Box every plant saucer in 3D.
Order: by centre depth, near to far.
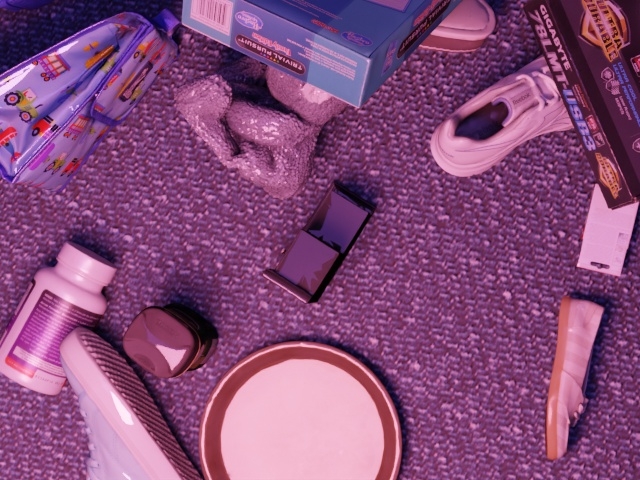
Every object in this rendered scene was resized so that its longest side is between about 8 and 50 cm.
[{"bbox_3d":[-0.027,0.275,1.846,0.278,0.041,0.278,0,88,5],"label":"plant saucer"}]

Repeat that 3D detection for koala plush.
[{"bbox_3d":[-0.031,-0.188,1.767,0.221,0.196,0.203,-37,93,22],"label":"koala plush"}]

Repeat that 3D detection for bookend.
[{"bbox_3d":[0.000,0.000,1.793,0.072,0.157,0.156,32,92,5],"label":"bookend"}]

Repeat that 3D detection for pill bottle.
[{"bbox_3d":[-0.358,0.103,1.846,0.108,0.108,0.193,29,91,5],"label":"pill bottle"}]

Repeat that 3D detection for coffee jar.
[{"bbox_3d":[-0.198,0.132,1.792,0.096,0.184,0.079,35,92,6],"label":"coffee jar"}]

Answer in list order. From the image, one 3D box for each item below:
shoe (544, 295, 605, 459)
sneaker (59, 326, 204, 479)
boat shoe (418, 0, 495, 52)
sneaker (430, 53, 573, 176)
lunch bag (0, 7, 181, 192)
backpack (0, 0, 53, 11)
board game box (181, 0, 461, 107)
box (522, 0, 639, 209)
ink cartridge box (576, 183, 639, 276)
[{"bbox_3d":[0.334,0.184,1.797,0.058,0.076,0.219,8,87,10],"label":"shoe"},{"bbox_3d":[-0.268,0.295,1.798,0.150,0.135,0.366,-30,97,4],"label":"sneaker"},{"bbox_3d":[0.071,-0.310,1.826,0.324,0.096,0.116,14,49,2],"label":"boat shoe"},{"bbox_3d":[0.283,-0.183,1.785,0.297,0.129,0.111,-34,83,0],"label":"sneaker"},{"bbox_3d":[-0.308,-0.209,1.794,0.293,0.221,0.138,-39,86,3],"label":"lunch bag"},{"bbox_3d":[-0.424,-0.383,1.873,0.101,0.098,0.120,-23,87,8],"label":"backpack"},{"bbox_3d":[0.026,-0.326,1.703,0.254,0.079,0.336,28,46,16],"label":"board game box"},{"bbox_3d":[0.448,-0.226,1.751,0.293,0.073,0.295,-22,87,-18],"label":"box"},{"bbox_3d":[0.385,-0.014,1.822,0.063,0.029,0.115,14,91,5],"label":"ink cartridge box"}]
